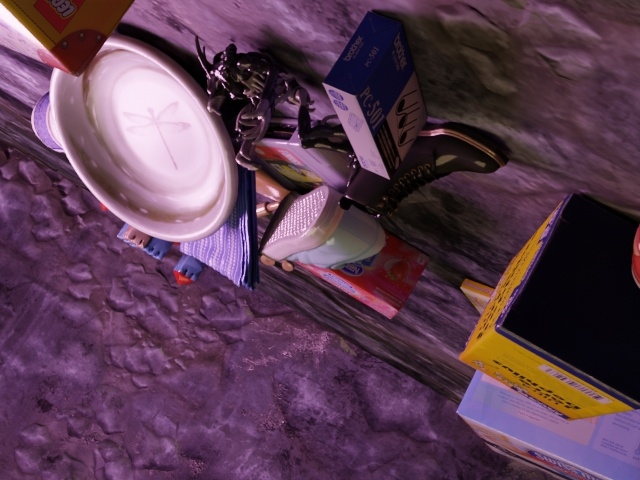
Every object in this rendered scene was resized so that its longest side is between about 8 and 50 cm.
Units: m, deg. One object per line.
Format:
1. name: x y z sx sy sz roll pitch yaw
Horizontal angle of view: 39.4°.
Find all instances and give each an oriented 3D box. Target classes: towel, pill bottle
1. towel: -0.202 -0.058 1.673 0.040 0.243 0.336 -8 -164 -28
2. pill bottle: -0.560 -0.272 2.016 0.153 0.153 0.265 37 167 -28

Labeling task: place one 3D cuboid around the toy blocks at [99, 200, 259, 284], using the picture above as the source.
1. toy blocks: -0.360 -0.074 2.068 0.381 0.261 0.191 36 168 -22

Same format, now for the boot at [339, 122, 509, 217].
1. boot: 0.126 -0.075 1.119 0.198 0.137 0.077 17 162 48

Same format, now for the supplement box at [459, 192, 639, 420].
1. supplement box: 0.335 0.107 1.205 0.195 0.194 0.356 29 168 8

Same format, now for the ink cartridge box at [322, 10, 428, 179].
1. ink cartridge box: 0.068 -0.158 1.017 0.046 0.097 0.207 27 167 23

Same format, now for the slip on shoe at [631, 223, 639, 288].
1. slip on shoe: 0.456 0.053 0.886 0.331 0.123 0.101 27 165 43

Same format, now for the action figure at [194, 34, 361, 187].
1. action figure: -0.067 -0.171 1.212 0.276 0.141 0.164 27 170 6

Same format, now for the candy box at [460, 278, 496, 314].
1. candy box: 0.352 0.141 1.734 0.105 0.027 0.206 23 166 37

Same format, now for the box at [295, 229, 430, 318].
1. box: 0.068 0.031 1.746 0.257 0.128 0.122 31 169 3

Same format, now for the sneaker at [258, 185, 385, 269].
1. sneaker: 0.000 0.000 1.532 0.150 0.135 0.366 32 173 -15

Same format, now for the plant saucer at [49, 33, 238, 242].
1. plant saucer: -0.292 -0.187 1.573 0.401 0.100 0.400 20 132 24

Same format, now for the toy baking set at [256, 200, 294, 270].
1. toy baking set: -0.084 -0.016 2.030 0.256 0.030 0.197 -22 125 40

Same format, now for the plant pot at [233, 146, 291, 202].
1. plant pot: -0.141 -0.149 1.764 0.236 0.032 0.236 31 169 7

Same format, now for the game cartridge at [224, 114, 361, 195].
1. game cartridge: -0.026 -0.132 1.496 0.196 0.060 0.294 34 169 -33

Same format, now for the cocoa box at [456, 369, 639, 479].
1. cocoa box: 0.464 0.301 1.577 0.347 0.231 0.228 18 163 36

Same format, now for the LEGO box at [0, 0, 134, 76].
1. LEGO box: -0.467 -0.437 0.966 0.372 0.193 0.500 25 167 29
